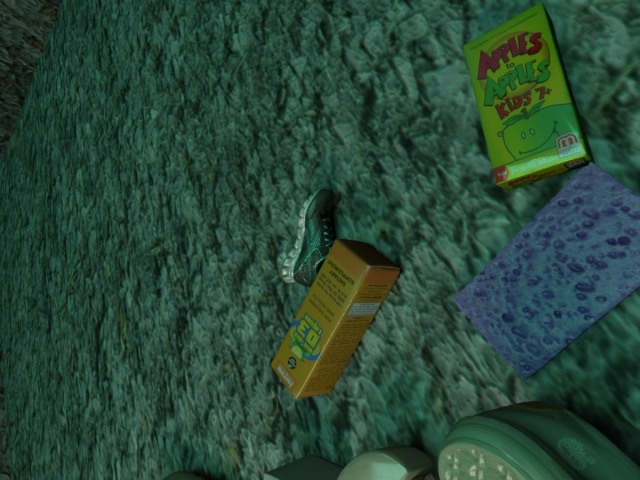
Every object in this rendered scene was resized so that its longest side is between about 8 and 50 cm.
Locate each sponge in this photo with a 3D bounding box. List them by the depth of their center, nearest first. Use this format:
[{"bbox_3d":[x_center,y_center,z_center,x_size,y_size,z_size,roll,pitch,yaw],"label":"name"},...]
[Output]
[{"bbox_3d":[0.252,0.036,0.457,0.210,0.031,0.117,-53,55,24],"label":"sponge"}]

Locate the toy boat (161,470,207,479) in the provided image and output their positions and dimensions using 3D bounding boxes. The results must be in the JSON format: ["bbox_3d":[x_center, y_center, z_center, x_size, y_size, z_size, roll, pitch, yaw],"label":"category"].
[{"bbox_3d":[-0.245,0.537,0.792,0.231,0.151,0.151,-6,111,41],"label":"toy boat"}]

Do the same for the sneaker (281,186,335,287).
[{"bbox_3d":[0.000,0.000,0.676,0.076,0.065,0.166,23,104,24],"label":"sneaker"}]

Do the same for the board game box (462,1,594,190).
[{"bbox_3d":[0.231,-0.159,0.489,0.092,0.043,0.181,-19,73,39],"label":"board game box"}]

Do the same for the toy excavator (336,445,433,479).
[{"bbox_3d":[0.162,0.489,0.399,0.433,0.222,0.445,10,79,40],"label":"toy excavator"}]

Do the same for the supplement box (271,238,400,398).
[{"bbox_3d":[0.017,0.116,0.626,0.078,0.080,0.233,40,114,39],"label":"supplement box"}]

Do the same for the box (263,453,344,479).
[{"bbox_3d":[-0.015,0.373,0.609,0.102,0.101,0.087,0,85,41],"label":"box"}]

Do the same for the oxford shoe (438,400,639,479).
[{"bbox_3d":[0.274,0.324,0.342,0.449,0.130,0.169,57,140,14],"label":"oxford shoe"}]
